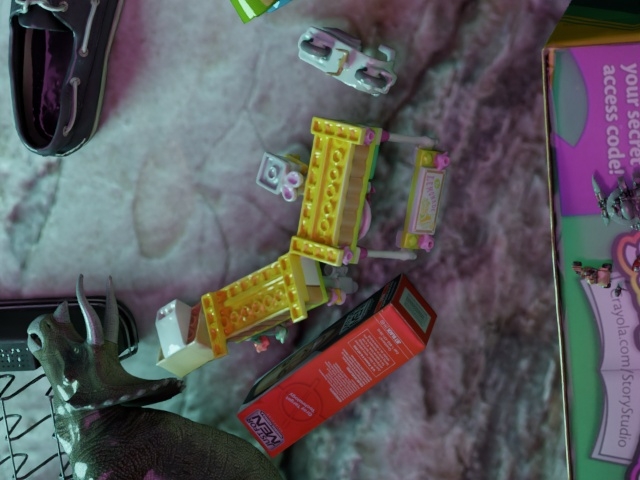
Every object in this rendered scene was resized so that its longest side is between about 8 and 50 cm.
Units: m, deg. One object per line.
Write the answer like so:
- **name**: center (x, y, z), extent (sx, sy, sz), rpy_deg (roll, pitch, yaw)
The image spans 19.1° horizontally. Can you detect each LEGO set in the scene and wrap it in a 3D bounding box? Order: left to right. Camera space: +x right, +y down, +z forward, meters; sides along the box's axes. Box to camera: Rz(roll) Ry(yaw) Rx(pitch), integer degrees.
- **LEGO set**: center (0.000, 0.000, 1.324), extent (0.132, 0.107, 0.287), rpy_deg (44, 118, 36)
- **LEGO set**: center (0.161, -0.008, 0.975), extent (0.054, 0.023, 0.083), rpy_deg (13, 105, 9)

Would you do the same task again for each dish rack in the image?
- **dish rack**: center (-0.231, 0.183, 1.417), extent (0.208, 0.074, 0.272), rpy_deg (-3, 104, 15)

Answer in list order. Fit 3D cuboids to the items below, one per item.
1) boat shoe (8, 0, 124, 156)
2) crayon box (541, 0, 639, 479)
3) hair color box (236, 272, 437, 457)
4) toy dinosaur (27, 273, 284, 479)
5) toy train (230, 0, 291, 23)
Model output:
- **boat shoe**: center (-0.181, -0.157, 1.324), extent (0.075, 0.065, 0.206), rpy_deg (8, 105, 11)
- **crayon box**: center (0.203, 0.037, 1.155), extent (0.106, 0.313, 0.363), rpy_deg (-3, 102, 13)
- **hair color box**: center (0.012, 0.088, 1.337), extent (0.141, 0.072, 0.043), rpy_deg (-38, 97, 17)
- **toy dinosaur**: center (-0.096, 0.183, 1.318), extent (0.313, 0.121, 0.160), rpy_deg (40, 101, -19)
- **toy train**: center (-0.070, -0.197, 1.197), extent (0.105, 0.248, 0.143), rpy_deg (-36, 98, 18)
